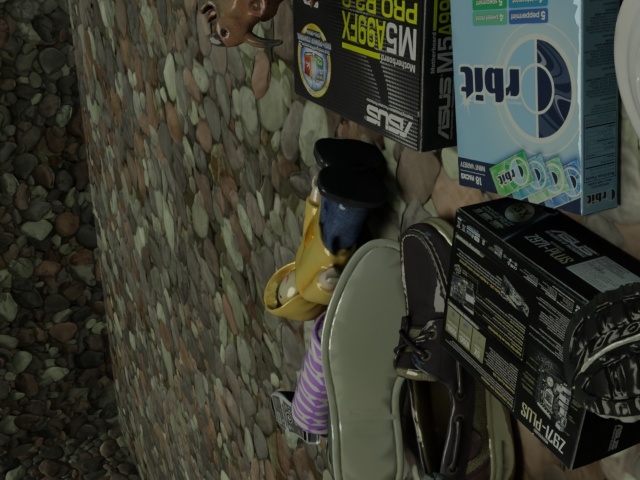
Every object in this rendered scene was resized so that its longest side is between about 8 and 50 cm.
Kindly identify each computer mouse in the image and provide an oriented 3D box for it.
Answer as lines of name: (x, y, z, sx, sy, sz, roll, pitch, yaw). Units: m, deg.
computer mouse: (-0.016, 0.274, 1.263, 0.193, 0.042, 0.106, 17, 122, 57)

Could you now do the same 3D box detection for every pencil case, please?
pencil case: (0.016, 0.181, 1.085, 0.206, 0.088, 0.086, 103, -176, -48)

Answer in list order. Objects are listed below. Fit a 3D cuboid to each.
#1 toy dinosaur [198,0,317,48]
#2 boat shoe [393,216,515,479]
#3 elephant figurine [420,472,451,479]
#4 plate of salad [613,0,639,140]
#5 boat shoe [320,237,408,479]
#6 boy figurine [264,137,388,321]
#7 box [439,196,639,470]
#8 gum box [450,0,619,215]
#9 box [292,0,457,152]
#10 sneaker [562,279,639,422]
toy dinosaur: (-0.009, -0.316, 0.718, 0.296, 0.127, 0.200, -36, 75, 50)
boat shoe: (0.120, 0.121, 0.820, 0.103, 0.092, 0.285, -5, 97, 66)
elephant figurine: (0.152, 0.324, 0.785, 0.186, 0.169, 0.239, -37, 74, 48)
plate of salad: (0.252, -0.082, 0.465, 0.200, 0.048, 0.200, 51, 162, 23)
boat shoe: (0.055, 0.144, 0.952, 0.099, 0.116, 0.319, -100, 12, -74)
boy figurine: (0.000, 0.000, 1.010, 0.285, 0.092, 0.177, 116, 156, -49)
box: (0.185, 0.067, 0.669, 0.180, 0.077, 0.147, 44, 140, 51)
gum box: (0.168, -0.125, 0.655, 0.157, 0.041, 0.184, 24, 123, 60)
box: (0.053, -0.229, 0.828, 0.270, 0.060, 0.216, 39, 135, 54)
sneaker: (0.276, 0.052, 0.461, 0.271, 0.108, 0.100, -16, 68, 51)
